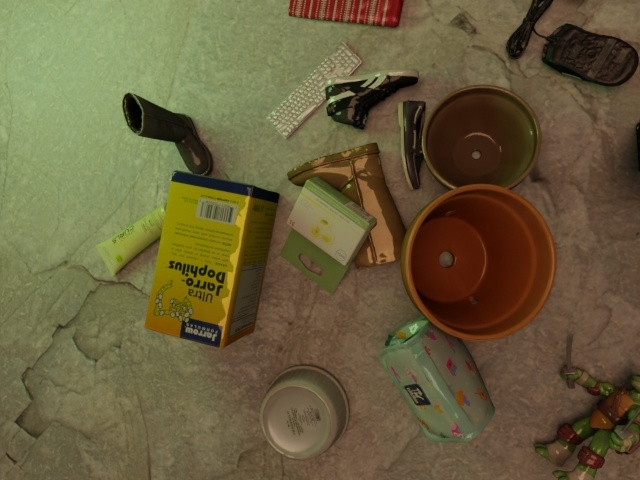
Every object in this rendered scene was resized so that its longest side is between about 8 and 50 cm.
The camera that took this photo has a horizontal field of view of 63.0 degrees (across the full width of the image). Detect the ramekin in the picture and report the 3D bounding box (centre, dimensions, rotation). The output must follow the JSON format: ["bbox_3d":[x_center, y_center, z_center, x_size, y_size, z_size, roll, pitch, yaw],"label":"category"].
[{"bbox_3d":[-0.043,0.399,1.200,0.207,0.109,0.207,0,89,13],"label":"ramekin"}]

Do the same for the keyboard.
[{"bbox_3d":[-0.017,-0.358,1.247,0.256,0.014,0.072,-44,81,9],"label":"keyboard"}]

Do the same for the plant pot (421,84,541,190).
[{"bbox_3d":[0.336,-0.198,1.111,0.237,0.110,0.238,-2,79,11],"label":"plant pot"}]

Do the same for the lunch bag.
[{"bbox_3d":[0.234,0.272,1.062,0.160,0.262,0.224,-32,84,10],"label":"lunch bag"}]

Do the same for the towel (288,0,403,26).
[{"bbox_3d":[0.070,-0.610,1.222,0.274,0.031,0.199,12,94,14],"label":"towel"}]

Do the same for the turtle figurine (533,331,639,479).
[{"bbox_3d":[0.525,0.345,1.035,0.198,0.274,0.266,43,105,44],"label":"turtle figurine"}]

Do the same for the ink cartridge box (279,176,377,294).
[{"bbox_3d":[0.000,0.000,1.172,0.171,0.056,0.235,36,120,14],"label":"ink cartridge box"}]

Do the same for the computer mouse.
[{"bbox_3d":[0.548,-0.435,1.103,0.261,0.060,0.184,27,100,23],"label":"computer mouse"}]

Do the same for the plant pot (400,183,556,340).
[{"bbox_3d":[0.288,0.041,1.056,0.290,0.203,0.291,0,90,-6],"label":"plant pot"}]

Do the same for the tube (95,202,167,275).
[{"bbox_3d":[-0.465,-0.007,1.324,0.240,0.062,0.070,-32,43,15],"label":"tube"}]

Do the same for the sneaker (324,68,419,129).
[{"bbox_3d":[0.119,-0.317,1.192,0.216,0.079,0.121,-3,95,18],"label":"sneaker"}]

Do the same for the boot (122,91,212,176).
[{"bbox_3d":[-0.354,-0.242,1.221,0.076,0.208,0.190,-32,83,11],"label":"boot"}]

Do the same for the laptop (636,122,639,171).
[{"bbox_3d":[0.833,-0.202,0.954,0.381,0.408,0.236,30,130,11],"label":"laptop"}]

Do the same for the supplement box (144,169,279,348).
[{"bbox_3d":[-0.242,0.039,1.202,0.195,0.194,0.357,11,92,12],"label":"supplement box"}]

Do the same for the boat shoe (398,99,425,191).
[{"bbox_3d":[0.214,-0.215,1.165,0.064,0.075,0.206,-6,84,15],"label":"boat shoe"}]

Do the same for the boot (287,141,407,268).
[{"bbox_3d":[0.062,-0.064,1.192,0.236,0.089,0.270,-15,90,18],"label":"boot"}]
